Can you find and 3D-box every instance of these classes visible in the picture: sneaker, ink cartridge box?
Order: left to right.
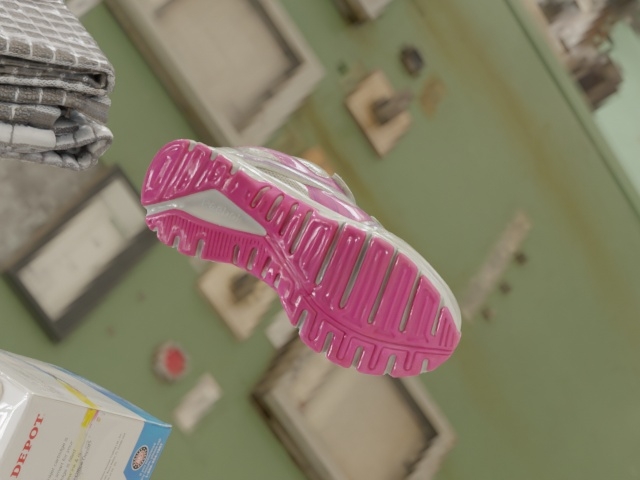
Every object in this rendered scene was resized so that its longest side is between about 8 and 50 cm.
[{"bbox_3d":[-0.301,0.209,1.691,0.168,0.233,0.171,25,89,32],"label":"ink cartridge box"},{"bbox_3d":[0.000,0.000,1.248,0.103,0.252,0.111,-59,-11,24],"label":"sneaker"}]

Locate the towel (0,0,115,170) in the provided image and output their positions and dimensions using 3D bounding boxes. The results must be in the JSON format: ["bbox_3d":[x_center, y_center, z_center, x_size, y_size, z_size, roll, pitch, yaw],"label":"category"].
[{"bbox_3d":[-0.299,-0.158,1.237,0.235,0.284,0.121,49,124,49],"label":"towel"}]
